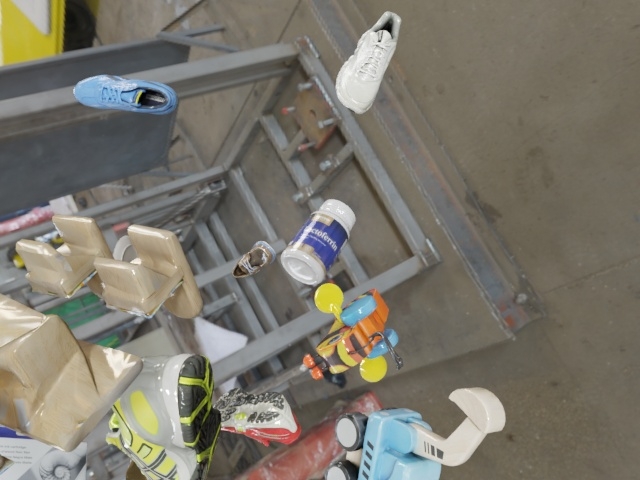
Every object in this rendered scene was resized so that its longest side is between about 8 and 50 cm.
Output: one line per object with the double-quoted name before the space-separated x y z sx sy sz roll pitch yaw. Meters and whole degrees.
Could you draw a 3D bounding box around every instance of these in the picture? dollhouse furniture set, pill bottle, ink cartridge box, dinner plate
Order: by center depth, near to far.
"dollhouse furniture set" -0.391 0.169 0.694 0.394 0.362 0.256 9 131 25
"ink cartridge box" -0.593 0.458 1.152 0.045 0.223 0.224 -52 39 28
"dinner plate" -0.522 0.057 1.533 0.017 0.141 0.141 3 121 9
"pill bottle" 0.000 0.000 1.815 0.153 0.264 0.153 23 146 17

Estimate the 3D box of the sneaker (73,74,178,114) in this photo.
"sneaker" -0.392 -0.292 1.129 0.082 0.210 0.069 -98 14 -78

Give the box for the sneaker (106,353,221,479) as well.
"sneaker" -0.246 0.302 0.895 0.147 0.145 0.384 8 129 2

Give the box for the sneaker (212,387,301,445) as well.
"sneaker" -0.155 0.409 1.268 0.279 0.107 0.118 -9 121 46

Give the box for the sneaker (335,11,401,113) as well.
"sneaker" 0.122 -0.440 1.384 0.110 0.292 0.118 25 155 -10

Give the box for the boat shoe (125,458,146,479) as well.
"boat shoe" -0.448 0.551 1.412 0.056 0.049 0.152 15 105 0

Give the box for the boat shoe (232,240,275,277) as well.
"boat shoe" -0.177 0.060 1.485 0.066 0.066 0.183 46 146 -4

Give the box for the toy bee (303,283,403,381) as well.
"toy bee" 0.044 0.168 1.009 0.195 0.162 0.298 62 -172 14

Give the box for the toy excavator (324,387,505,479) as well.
"toy excavator" 0.264 0.569 1.544 0.445 0.222 0.432 11 91 48
